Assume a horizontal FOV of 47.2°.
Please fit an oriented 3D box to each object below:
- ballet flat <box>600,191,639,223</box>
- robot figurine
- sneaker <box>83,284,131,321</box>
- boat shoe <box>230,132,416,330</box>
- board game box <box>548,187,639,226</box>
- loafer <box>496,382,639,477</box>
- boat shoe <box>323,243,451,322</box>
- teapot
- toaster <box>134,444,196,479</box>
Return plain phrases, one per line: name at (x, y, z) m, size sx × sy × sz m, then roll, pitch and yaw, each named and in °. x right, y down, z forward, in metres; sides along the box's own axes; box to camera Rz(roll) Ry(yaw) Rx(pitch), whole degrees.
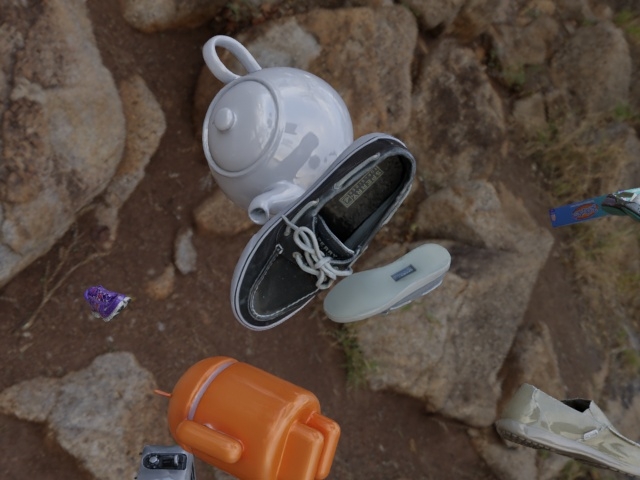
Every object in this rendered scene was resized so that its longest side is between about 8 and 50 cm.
ballet flat at (0.441, -0.050, 1.041) m, size 0.041 × 0.041 × 0.114 m, roll 49°, pitch 1°, yaw -16°
robot figurine at (-0.087, 0.215, 0.871) m, size 0.158 × 0.220 × 0.128 m, roll -51°, pitch 149°, yaw -38°
sneaker at (-0.477, 0.133, 1.606) m, size 0.068 × 0.170 × 0.071 m, roll -49°, pitch 116°, yaw -32°
boat shoe at (0.003, 0.002, 0.896) m, size 0.113 × 0.306 × 0.105 m, roll 45°, pitch 8°, yaw -19°
board game box at (0.659, -0.078, 1.679) m, size 0.160 × 0.210 × 0.047 m, roll -9°, pitch 85°, yaw -26°
loafer at (0.393, 0.281, 1.079) m, size 0.269 × 0.102 × 0.092 m, roll 19°, pitch 77°, yaw -13°
boat shoe at (0.112, 0.085, 1.190) m, size 0.079 × 0.228 × 0.081 m, roll 55°, pitch -18°, yaw 35°
teapot at (-0.089, -0.162, 1.102) m, size 0.256 × 0.252 × 0.187 m, roll 23°, pitch 3°, yaw 39°
toaster at (-0.320, 0.543, 1.513) m, size 0.168 × 0.110 × 0.185 m, roll -95°, pitch -176°, yaw -59°
